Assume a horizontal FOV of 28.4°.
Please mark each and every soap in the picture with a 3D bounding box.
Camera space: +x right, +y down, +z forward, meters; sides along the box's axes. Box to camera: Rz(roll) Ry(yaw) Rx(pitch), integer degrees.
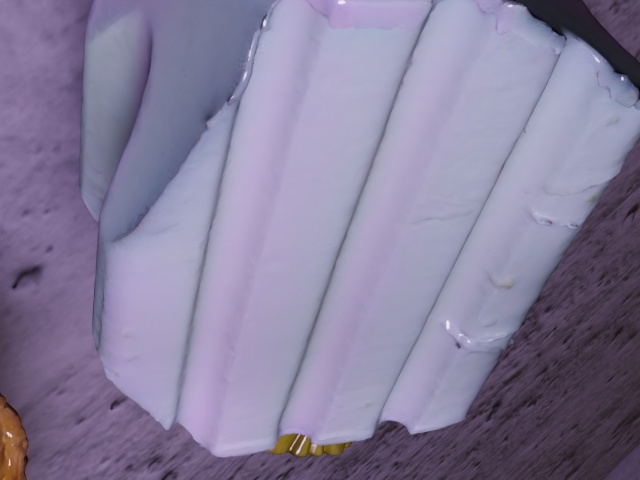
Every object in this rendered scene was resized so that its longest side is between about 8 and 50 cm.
[{"bbox_3d":[0.003,-0.037,0.695,0.261,0.156,0.446,-4,149,-13],"label":"soap"}]

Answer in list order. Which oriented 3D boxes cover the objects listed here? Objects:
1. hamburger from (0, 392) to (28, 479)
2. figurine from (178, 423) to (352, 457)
[{"bbox_3d":[-0.306,0.190,0.738,0.284,0.174,0.304,-24,143,-35],"label":"hamburger"},{"bbox_3d":[-0.002,-0.002,1.012,0.187,0.168,0.315,15,106,-18],"label":"figurine"}]
